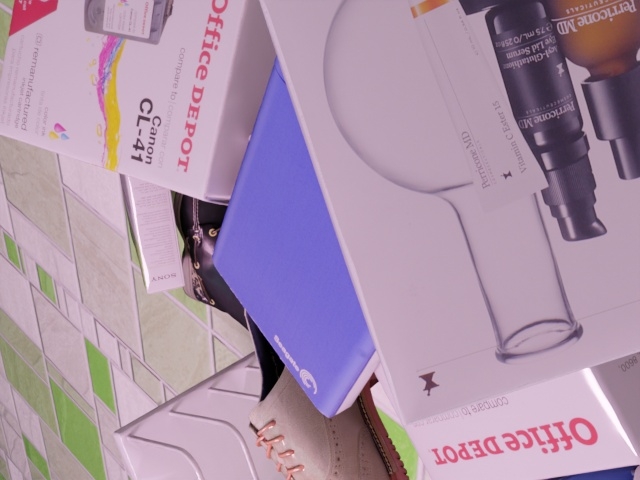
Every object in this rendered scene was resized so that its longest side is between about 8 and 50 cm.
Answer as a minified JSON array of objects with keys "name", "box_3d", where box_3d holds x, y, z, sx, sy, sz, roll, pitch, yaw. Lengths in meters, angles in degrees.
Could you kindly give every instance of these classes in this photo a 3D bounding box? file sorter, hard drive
[{"name":"file sorter","box_3d":[-0.074,0.270,1.302,0.173,0.277,0.193,-4,109,51]},{"name":"hard drive","box_3d":[0.000,0.000,0.906,0.210,0.040,0.319,52,147,20]}]

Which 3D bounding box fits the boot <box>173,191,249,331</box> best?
[{"name":"boot","box_3d":[-0.105,0.020,1.351,0.178,0.085,0.236,33,137,32]}]

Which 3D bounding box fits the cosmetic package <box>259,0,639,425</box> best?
[{"name":"cosmetic package","box_3d":[0.180,-0.086,0.609,0.097,0.377,0.285,-97,-13,-76]}]

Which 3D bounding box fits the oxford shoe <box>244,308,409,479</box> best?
[{"name":"oxford shoe","box_3d":[-0.007,0.226,1.061,0.140,0.146,0.397,-57,34,42]}]

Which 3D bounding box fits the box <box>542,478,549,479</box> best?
[{"name":"box","box_3d":[0.186,0.274,1.011,0.087,0.169,0.290,65,154,5]}]

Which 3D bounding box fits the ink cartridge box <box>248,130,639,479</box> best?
[{"name":"ink cartridge box","box_3d":[0.140,0.004,0.902,0.395,0.166,0.285,61,148,3]}]

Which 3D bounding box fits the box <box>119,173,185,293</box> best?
[{"name":"box","box_3d":[-0.242,-0.120,1.369,0.232,0.058,0.322,-126,29,-64]}]

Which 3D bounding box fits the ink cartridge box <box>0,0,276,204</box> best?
[{"name":"ink cartridge box","box_3d":[-0.178,-0.181,1.072,0.306,0.131,0.226,18,100,31]}]

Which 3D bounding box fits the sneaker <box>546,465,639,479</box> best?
[{"name":"sneaker","box_3d":[0.305,0.193,0.725,0.322,0.130,0.236,11,147,18]}]
